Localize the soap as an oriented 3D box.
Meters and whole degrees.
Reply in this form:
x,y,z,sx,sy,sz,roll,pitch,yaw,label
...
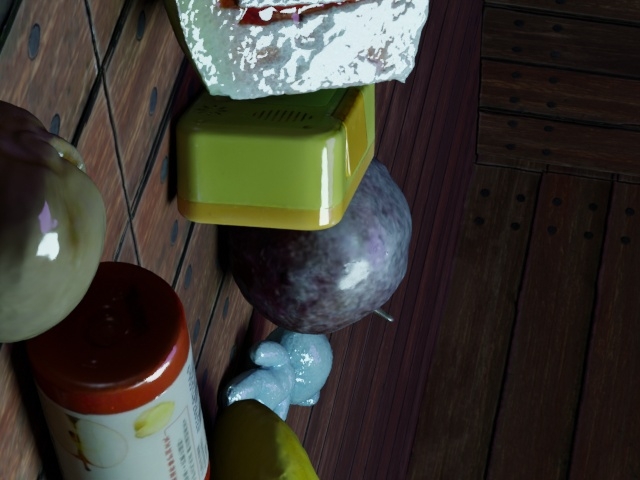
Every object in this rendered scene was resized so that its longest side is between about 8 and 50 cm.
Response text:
x,y,z,sx,sy,sz,roll,pitch,yaw,label
-0.031,0.357,1.759,0.306,0.115,0.427,-174,-107,-79,soap

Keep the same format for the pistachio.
x,y,z,sx,sy,sz,roll,pitch,yaw,label
-0.165,-0.005,0.979,0.149,0.113,0.113,100,6,-46,pistachio

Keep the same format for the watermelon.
x,y,z,sx,sy,sz,roll,pitch,yaw,label
-0.016,-0.234,1.382,0.261,0.201,0.213,-82,178,-62,watermelon

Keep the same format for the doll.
x,y,z,sx,sy,sz,roll,pitch,yaw,label
-0.057,0.138,1.933,0.180,0.075,0.120,-26,128,-46,doll

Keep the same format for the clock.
x,y,z,sx,sy,sz,roll,pitch,yaw,label
-0.034,-0.083,1.584,0.202,0.143,0.096,-60,154,-65,clock

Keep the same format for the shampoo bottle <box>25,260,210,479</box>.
x,y,z,sx,sy,sz,roll,pitch,yaw,label
-0.131,0.134,1.303,0.278,0.104,0.104,86,15,-53,shampoo bottle

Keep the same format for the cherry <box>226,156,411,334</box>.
x,y,z,sx,sy,sz,roll,pitch,yaw,label
-0.002,-0.010,1.771,0.195,0.195,0.195,9,90,-81,cherry
